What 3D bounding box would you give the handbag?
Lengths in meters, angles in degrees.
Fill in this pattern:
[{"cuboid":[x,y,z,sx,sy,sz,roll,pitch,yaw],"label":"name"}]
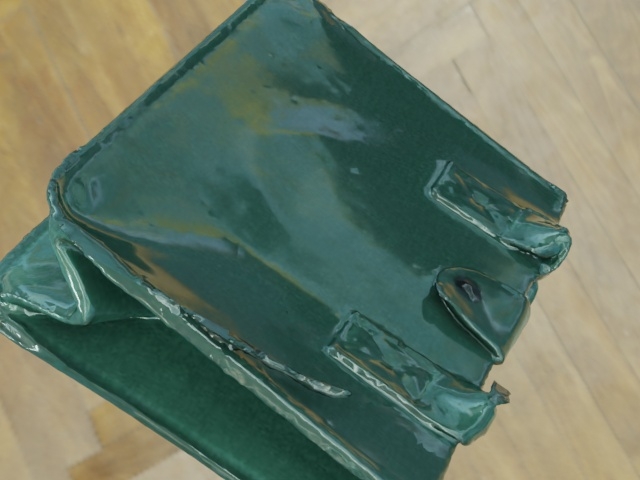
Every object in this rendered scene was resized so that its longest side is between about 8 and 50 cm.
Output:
[{"cuboid":[-0.001,-0.001,0.800,0.238,0.326,0.089,34,123,2],"label":"handbag"}]
